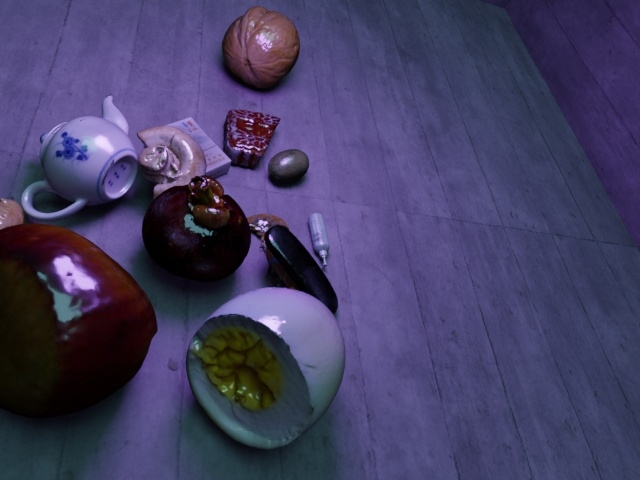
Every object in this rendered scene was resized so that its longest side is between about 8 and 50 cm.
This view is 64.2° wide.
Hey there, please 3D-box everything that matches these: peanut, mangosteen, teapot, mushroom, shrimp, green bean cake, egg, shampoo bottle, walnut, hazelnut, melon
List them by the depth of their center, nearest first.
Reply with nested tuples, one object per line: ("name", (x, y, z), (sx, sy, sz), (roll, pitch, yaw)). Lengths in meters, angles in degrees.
("hazelnut", (-0.582, 0.179, 1.104), (0.430, 0.402, 0.402), (31, 48, 7))
("egg", (-0.098, 0.274, 1.265), (0.355, 0.354, 0.340), (42, 30, 10))
("peanut", (-0.825, -0.001, 1.286), (0.101, 0.117, 0.262), (-9, 56, 7))
("mangosteen", (-0.335, -0.036, 1.414), (0.298, 0.292, 0.297), (17, 8, -2))
("teapot", (-0.675, -0.234, 1.441), (0.280, 0.252, 0.423), (26, 71, 9))
("mushroom", (-0.443, -0.235, 1.537), (0.189, 0.195, 0.253), (-20, 83, -9))
("shrimp", (-0.177, 0.029, 1.595), (0.169, 0.058, 0.295), (2, 52, -11))
("shampoo bottle", (0.000, 0.000, 1.688), (0.056, 0.056, 0.195), (3, 54, -22))
("melon", (-0.107, -0.265, 1.804), (0.168, 0.114, 0.114), (-25, 68, -37))
("green bean cake", (-0.247, -0.368, 1.829), (0.199, 0.097, 0.232), (11, 51, -17))
("walnut", (-0.232, -0.768, 2.024), (0.333, 0.332, 0.332), (12, 51, -16))

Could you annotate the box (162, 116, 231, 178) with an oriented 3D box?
("box", (-0.432, -0.301, 1.716), (0.233, 0.067, 0.150), (47, 50, 14))

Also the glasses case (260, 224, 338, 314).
("glasses case", (-0.060, 0.095, 1.521), (0.320, 0.082, 0.122), (54, 34, -6))
